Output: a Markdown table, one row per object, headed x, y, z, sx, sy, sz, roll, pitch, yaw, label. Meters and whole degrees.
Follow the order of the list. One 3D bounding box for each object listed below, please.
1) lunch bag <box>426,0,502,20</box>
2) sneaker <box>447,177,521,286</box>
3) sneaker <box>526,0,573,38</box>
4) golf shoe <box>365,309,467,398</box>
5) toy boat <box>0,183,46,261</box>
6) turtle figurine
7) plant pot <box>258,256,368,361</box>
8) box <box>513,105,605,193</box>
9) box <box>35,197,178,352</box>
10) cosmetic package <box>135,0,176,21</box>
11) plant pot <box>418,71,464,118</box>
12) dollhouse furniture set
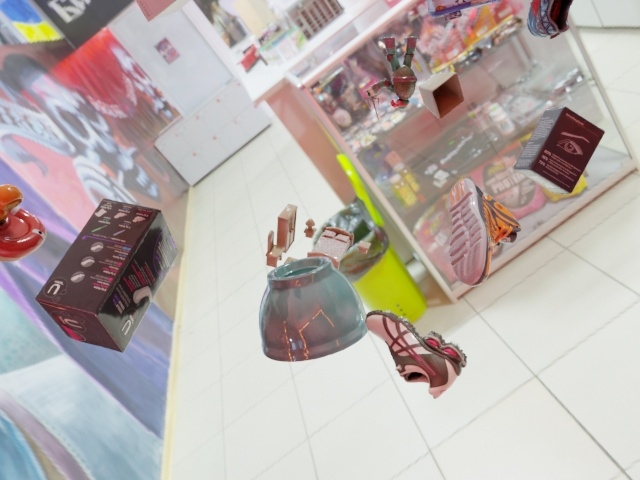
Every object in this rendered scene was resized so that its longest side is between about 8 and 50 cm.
| x | y | z | sx | sy | sz | roll | pitch | yaw | label |
| --- | --- | --- | --- | --- | --- | --- | --- | --- | --- |
| 0.417 | -0.689 | 1.536 | 0.243 | 0.115 | 0.303 | -7 | 25 | 21 | lunch bag |
| 0.422 | -0.008 | 1.407 | 0.124 | 0.180 | 0.321 | -44 | 29 | 46 | sneaker |
| 0.615 | -0.656 | 1.450 | 0.104 | 0.262 | 0.125 | -14 | 29 | -14 | sneaker |
| 0.186 | 0.240 | 1.252 | 0.272 | 0.105 | 0.120 | 22 | 72 | 46 | golf shoe |
| -0.708 | -0.065 | 1.239 | 0.151 | 0.231 | 0.151 | -35 | 31 | 22 | toy boat |
| 0.232 | -0.476 | 1.668 | 0.175 | 0.234 | 0.118 | -12 | 20 | -35 | turtle figurine |
| -0.034 | 0.158 | 1.466 | 0.292 | 0.197 | 0.293 | -13 | 12 | 3 | plant pot |
| 0.689 | -0.261 | 1.637 | 0.207 | 0.153 | 0.108 | -61 | 11 | 3 | box |
| -0.436 | 0.070 | 1.192 | 0.143 | 0.165 | 0.271 | 11 | 54 | 12 | box |
| -0.438 | -0.857 | 1.721 | 0.384 | 0.217 | 0.156 | -14 | 24 | 44 | cosmetic package |
| 0.379 | -0.473 | 1.812 | 0.109 | 0.109 | 0.096 | -39 | 40 | -11 | plant pot |
| 0.000 | 0.000 | 2.262 | 0.355 | 0.174 | 0.303 | 15 | 36 | 13 | dollhouse furniture set |
